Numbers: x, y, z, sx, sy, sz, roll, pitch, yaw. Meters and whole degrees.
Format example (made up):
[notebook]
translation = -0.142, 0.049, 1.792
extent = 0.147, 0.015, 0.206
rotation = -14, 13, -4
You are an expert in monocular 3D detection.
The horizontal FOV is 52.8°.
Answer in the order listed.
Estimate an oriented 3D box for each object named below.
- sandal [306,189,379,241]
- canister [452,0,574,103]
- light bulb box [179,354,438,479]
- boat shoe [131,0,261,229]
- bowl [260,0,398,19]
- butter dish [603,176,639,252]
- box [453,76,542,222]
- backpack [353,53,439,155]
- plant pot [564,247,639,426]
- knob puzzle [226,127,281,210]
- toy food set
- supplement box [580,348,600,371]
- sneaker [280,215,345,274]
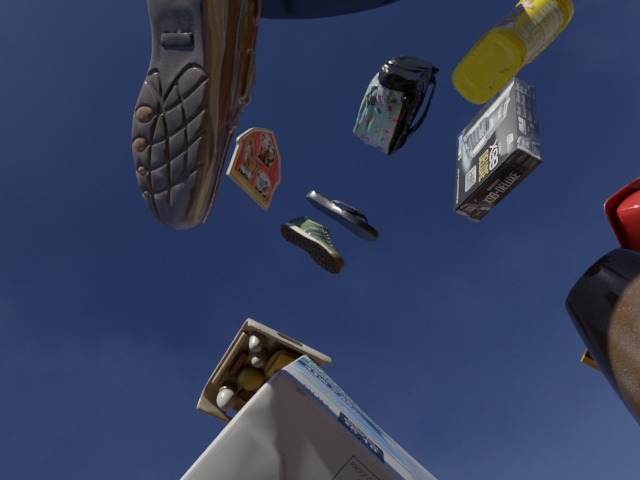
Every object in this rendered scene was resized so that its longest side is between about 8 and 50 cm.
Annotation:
[sandal]
translation = 0.064, -0.081, 1.802
extent = 0.054, 0.254, 0.097
rotation = -49, -30, -10
[canister]
translation = 0.269, -0.275, 0.907
extent = 0.170, 0.073, 0.126
rotation = -44, -2, -36
[light bulb box]
translation = 0.020, 0.355, 0.843
extent = 0.225, 0.358, 0.361
rotation = -48, -7, -3
[boat shoe]
translation = -0.121, -0.170, 0.707
extent = 0.116, 0.123, 0.324
rotation = -7, -68, -54
[bowl]
translation = 0.002, -0.425, 0.989
extent = 0.391, 0.391, 0.077
rotation = -8, -86, -24
[butter dish]
translation = 0.583, -0.028, 1.091
extent = 0.160, 0.118, 0.159
rotation = -26, -86, -35
[box]
translation = 0.438, -0.230, 1.617
extent = 0.077, 0.307, 0.242
rotation = 25, -43, -13
[backpack]
translation = 0.141, -0.262, 1.262
extent = 0.152, 0.115, 0.182
rotation = -40, -24, -46
[plant pot]
translation = 0.412, 0.119, 0.753
extent = 0.215, 0.230, 0.215
rotation = -25, -38, -22
[knob puzzle]
translation = -0.147, -0.200, 1.627
extent = 0.213, 0.030, 0.213
rotation = 1, -92, -57
[toy food set]
translation = -0.138, 0.343, 1.549
extent = 0.220, 0.092, 0.306
rotation = 27, -61, -12
[supplement box]
translation = 0.669, 0.190, 1.306
extent = 0.129, 0.191, 0.194
rotation = -36, -35, -46
[sneaker]
translation = 0.000, 0.000, 1.544
extent = 0.086, 0.192, 0.064
rotation = -34, -31, -38
